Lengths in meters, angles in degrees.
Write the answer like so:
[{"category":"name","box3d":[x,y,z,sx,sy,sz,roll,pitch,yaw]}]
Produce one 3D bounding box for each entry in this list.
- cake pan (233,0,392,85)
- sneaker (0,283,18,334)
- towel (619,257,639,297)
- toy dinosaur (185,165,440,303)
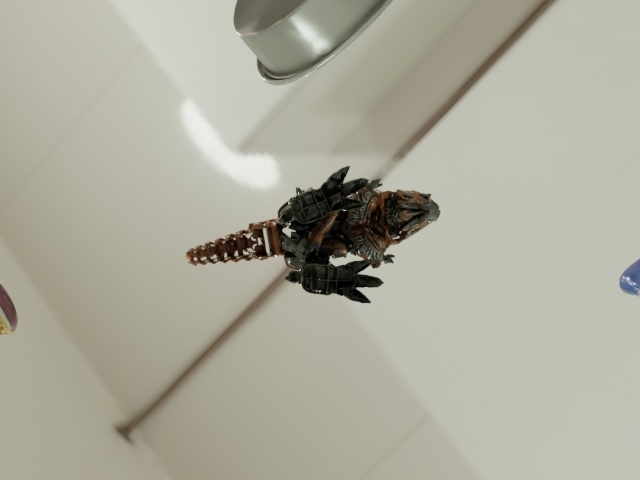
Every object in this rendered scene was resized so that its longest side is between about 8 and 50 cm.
[{"category":"cake pan","box3d":[0.020,-0.277,1.693,0.054,0.293,0.293,37,-155,-22]},{"category":"sneaker","box3d":[-0.326,0.003,1.670,0.185,0.069,0.084,55,-132,-24]},{"category":"towel","box3d":[0.422,-0.003,1.525,0.040,0.243,0.336,64,163,-14]},{"category":"toy dinosaur","box3d":[0.000,0.000,2.362,0.164,0.322,0.218,59,174,-10]}]
